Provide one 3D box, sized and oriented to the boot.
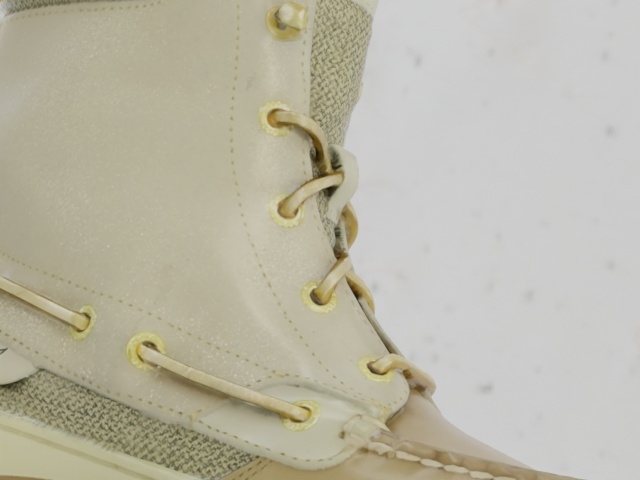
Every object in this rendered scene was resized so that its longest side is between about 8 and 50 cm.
[{"bbox_3d":[0.000,0.000,0.443,0.213,0.077,0.165,11,74,18],"label":"boot"}]
